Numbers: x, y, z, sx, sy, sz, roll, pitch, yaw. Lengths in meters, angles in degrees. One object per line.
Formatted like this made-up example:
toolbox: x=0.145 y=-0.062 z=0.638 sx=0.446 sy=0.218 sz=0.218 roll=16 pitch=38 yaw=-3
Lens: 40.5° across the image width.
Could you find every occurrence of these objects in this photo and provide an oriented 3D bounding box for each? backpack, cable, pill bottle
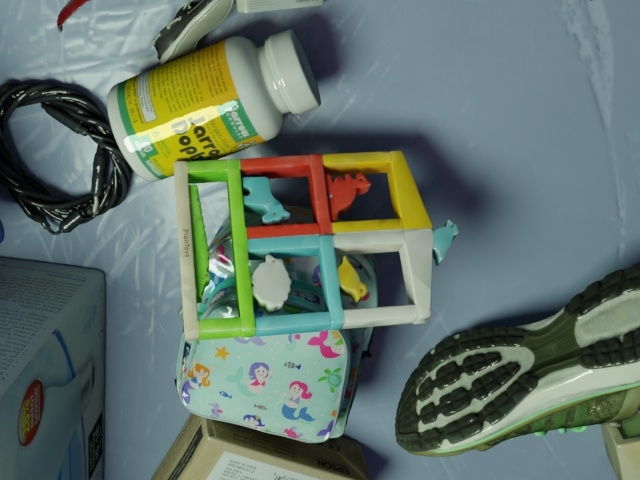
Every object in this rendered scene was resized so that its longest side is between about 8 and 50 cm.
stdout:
backpack: x=-0.046 y=0.091 z=0.993 sx=0.225 sy=0.191 sz=0.253 roll=15 pitch=106 yaw=-1
cable: x=-0.307 y=-0.103 z=1.002 sx=0.151 sy=0.047 sz=0.184 roll=-26 pitch=106 yaw=12
pill bottle: x=-0.111 y=-0.149 z=0.935 sx=0.209 sy=0.117 sz=0.117 roll=-19 pitch=108 yaw=10

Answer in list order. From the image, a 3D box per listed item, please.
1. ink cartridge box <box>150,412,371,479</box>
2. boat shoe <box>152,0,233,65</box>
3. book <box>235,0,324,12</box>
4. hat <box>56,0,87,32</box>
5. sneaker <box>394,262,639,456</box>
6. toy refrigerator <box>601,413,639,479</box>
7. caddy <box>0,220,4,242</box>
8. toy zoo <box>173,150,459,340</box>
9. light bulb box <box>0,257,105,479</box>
ink cartridge box: x=-0.084 y=0.319 z=1.096 sx=0.235 sy=0.088 sz=0.193 roll=22 pitch=111 yaw=-22
boat shoe: x=-0.139 y=-0.233 z=0.929 sx=0.125 sy=0.046 sz=0.038 roll=-37 pitch=78 yaw=43
book: x=-0.044 y=-0.313 z=0.895 sx=0.096 sy=0.035 sz=0.144 roll=-13 pitch=112 yaw=-28
hat: x=-0.191 y=-0.344 z=0.916 sx=0.208 sy=0.184 sz=0.172 roll=-40 pitch=124 yaw=-28
sneaker: x=0.276 y=0.185 z=1.009 sx=0.410 sy=0.158 sz=0.182 roll=-26 pitch=125 yaw=29
toy refrigerator: x=0.486 y=0.223 z=1.049 sx=0.270 sy=0.102 sz=0.094 roll=-14 pitch=109 yaw=9
caddy: x=-0.481 y=-0.093 z=0.893 sx=0.179 sy=0.241 sz=0.341 roll=-43 pitch=118 yaw=-2
toy zoo: x=0.000 y=0.000 z=0.906 sx=0.294 sy=0.030 sz=0.192 roll=-4 pitch=68 yaw=-10
light bulb box: x=-0.402 y=0.245 z=0.971 sx=0.226 sy=0.361 sz=0.357 roll=6 pitch=111 yaw=1
